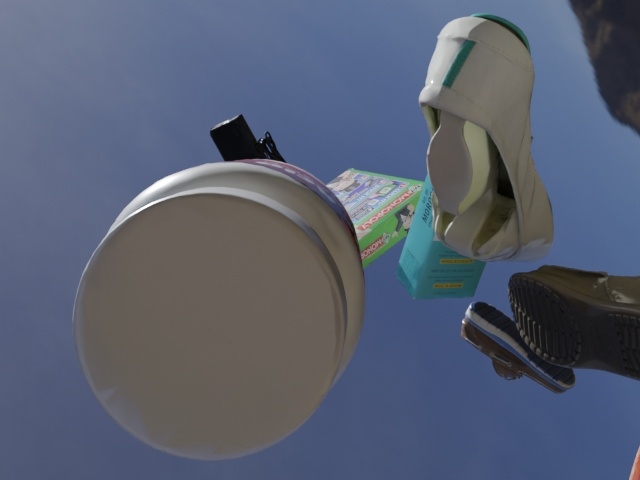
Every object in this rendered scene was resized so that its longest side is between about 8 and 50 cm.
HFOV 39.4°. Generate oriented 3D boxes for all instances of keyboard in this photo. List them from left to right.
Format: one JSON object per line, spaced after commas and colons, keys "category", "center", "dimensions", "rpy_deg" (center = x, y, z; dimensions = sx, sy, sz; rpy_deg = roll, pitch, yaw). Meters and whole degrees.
{"category": "keyboard", "center": [-0.069, -0.085, 1.216], "dimensions": [0.038, 0.100, 0.192], "rpy_deg": [-42, -71, -41]}

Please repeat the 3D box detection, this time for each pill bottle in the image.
{"category": "pill bottle", "center": [-0.072, 0.039, 0.798], "dimensions": [0.224, 0.224, 0.392], "rpy_deg": [53, -175, -4]}

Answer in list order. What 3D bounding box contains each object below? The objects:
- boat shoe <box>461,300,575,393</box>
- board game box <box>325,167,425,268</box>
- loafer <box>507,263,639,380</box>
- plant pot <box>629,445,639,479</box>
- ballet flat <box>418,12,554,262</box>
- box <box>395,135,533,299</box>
{"category": "boat shoe", "center": [0.280, 0.163, 1.279], "dimensions": [0.066, 0.066, 0.183], "rpy_deg": [-16, -133, -44]}
{"category": "board game box", "center": [0.000, 0.000, 1.337], "dimensions": [0.317, 0.213, 0.046], "rpy_deg": [-36, -61, -24]}
{"category": "loafer", "center": [0.298, 0.082, 0.931], "dimensions": [0.092, 0.268, 0.102], "rpy_deg": [-17, -74, -22]}
{"category": "plant pot", "center": [0.250, 0.103, 0.211], "dimensions": [0.272, 0.272, 0.265], "rpy_deg": [63, 171, 13]}
{"category": "ballet flat", "center": [0.167, -0.062, 0.962], "dimensions": [0.400, 0.139, 0.139], "rpy_deg": [67, -170, -53]}
{"category": "box", "center": [0.183, -0.039, 1.162], "dimensions": [0.100, 0.244, 0.060], "rpy_deg": [0, -148, -25]}
